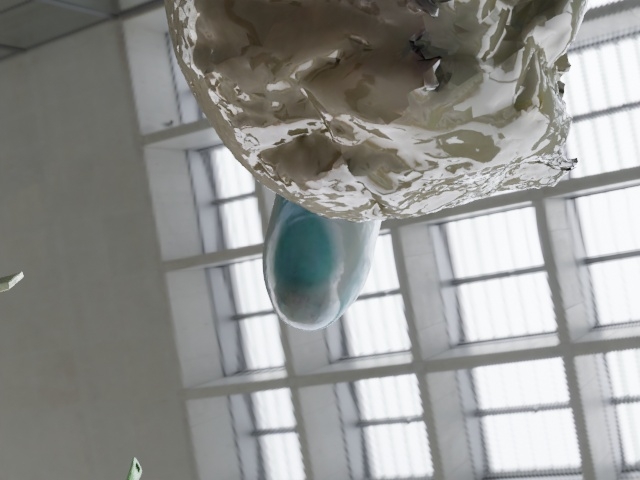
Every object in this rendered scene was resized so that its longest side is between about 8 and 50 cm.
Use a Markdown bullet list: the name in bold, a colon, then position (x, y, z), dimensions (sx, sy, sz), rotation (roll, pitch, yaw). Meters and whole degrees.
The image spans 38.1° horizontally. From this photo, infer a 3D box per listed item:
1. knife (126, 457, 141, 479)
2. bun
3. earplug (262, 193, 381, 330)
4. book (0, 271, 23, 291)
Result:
- **knife**: position (-0.320, 0.410, 1.517), dimensions (0.023, 0.166, 0.078), rotation (-15, -75, 15)
- **bun**: position (0.041, -0.145, 0.500), dimensions (0.282, 0.205, 0.281), rotation (0, -91, -6)
- **earplug**: position (0.000, 0.000, 1.226), dimensions (0.185, 0.324, 0.185), rotation (5, -53, 6)
- **book**: position (-0.529, 0.072, 1.496), dimensions (0.077, 0.111, 0.014), rotation (-14, -81, -5)
